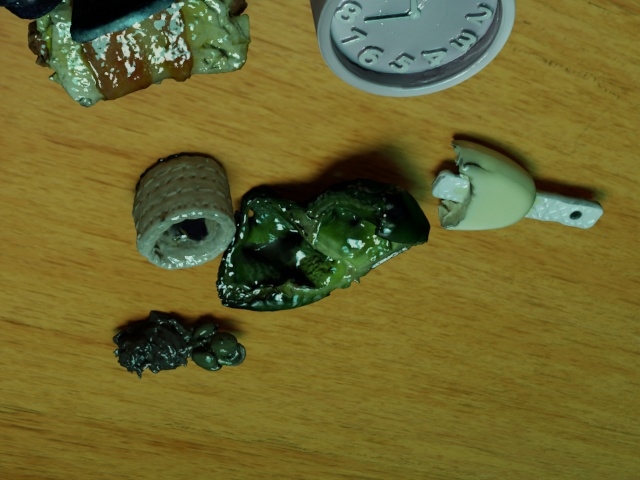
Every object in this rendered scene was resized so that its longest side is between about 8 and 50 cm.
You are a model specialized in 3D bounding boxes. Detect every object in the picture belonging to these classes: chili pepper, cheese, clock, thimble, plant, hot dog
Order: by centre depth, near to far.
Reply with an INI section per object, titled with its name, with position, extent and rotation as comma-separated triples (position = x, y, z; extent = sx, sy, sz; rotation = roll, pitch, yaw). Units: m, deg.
[hot dog]
position = -0.173, -0.209, 1.278
extent = 0.213, 0.103, 0.146
rotation = -11, 122, -12
[clock]
position = 0.090, -0.233, 1.318
extent = 0.197, 0.068, 0.197
rotation = -6, 141, -4
[thimble]
position = -0.154, -0.033, 1.508
extent = 0.115, 0.090, 0.102
rotation = -20, 144, 11
[chili pepper]
position = -0.004, -0.005, 1.570
extent = 0.265, 0.116, 0.148
rotation = -28, 150, 23
[cheese]
position = 0.235, -0.051, 1.593
extent = 0.235, 0.049, 0.127
rotation = 8, 136, -23
[plant]
position = -0.182, 0.137, 1.731
extent = 0.174, 0.087, 0.085
rotation = 2, 171, -6

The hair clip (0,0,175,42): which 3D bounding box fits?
[hair clip]
position = -0.183, -0.288, 1.094
extent = 0.310, 0.194, 0.206
rotation = -15, 119, 10
